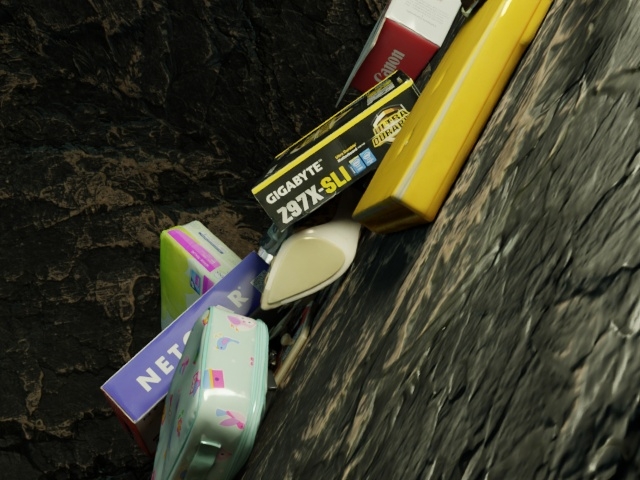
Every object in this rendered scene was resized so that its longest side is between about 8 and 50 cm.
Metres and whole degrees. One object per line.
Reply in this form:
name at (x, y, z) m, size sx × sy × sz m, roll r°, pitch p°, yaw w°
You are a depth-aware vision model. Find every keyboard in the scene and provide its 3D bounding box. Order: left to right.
keyboard at (-0.093, 0.203, 1.310) m, size 0.108 × 0.023 × 0.180 m, roll -66°, pitch 16°, yaw 7°

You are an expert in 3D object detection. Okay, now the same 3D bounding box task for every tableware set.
tableware set at (-0.029, 0.086, 1.388) m, size 0.169 × 0.020 × 0.141 m, roll -46°, pitch 5°, yaw 30°

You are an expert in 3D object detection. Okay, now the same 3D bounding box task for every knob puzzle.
knob puzzle at (-0.060, 0.168, 1.385) m, size 0.213 × 0.030 × 0.213 m, roll -61°, pitch 4°, yaw 7°

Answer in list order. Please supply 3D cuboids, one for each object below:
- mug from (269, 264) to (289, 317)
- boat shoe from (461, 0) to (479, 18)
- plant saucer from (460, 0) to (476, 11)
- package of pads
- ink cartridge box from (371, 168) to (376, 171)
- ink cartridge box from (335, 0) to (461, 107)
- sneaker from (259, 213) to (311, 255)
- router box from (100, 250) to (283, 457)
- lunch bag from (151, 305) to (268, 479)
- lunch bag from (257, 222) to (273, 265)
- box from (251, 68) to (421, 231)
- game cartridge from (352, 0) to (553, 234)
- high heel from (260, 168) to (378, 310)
mug at (-0.114, 0.124, 1.880) m, size 0.130 × 0.097 × 0.158 m, roll -62°, pitch 3°, yaw -8°
boat shoe at (0.224, -0.337, 1.220) m, size 0.049 × 0.056 × 0.152 m, roll -53°, pitch 17°, yaw 28°
plant saucer at (0.250, -0.401, 1.009) m, size 0.311 × 0.050 × 0.310 m, roll -51°, pitch 3°, yaw 4°
package of pads at (-0.237, 0.132, 1.812) m, size 0.101 × 0.229 × 0.297 m, roll -21°, pitch -47°, yaw -34°
ink cartridge box at (0.039, -0.076, 1.605) m, size 0.208 × 0.045 × 0.206 m, roll -88°, pitch 23°, yaw -46°
ink cartridge box at (0.169, -0.414, 1.851) m, size 0.272 × 0.130 × 0.309 m, roll -64°, pitch 5°, yaw -19°
sneaker at (-0.035, -0.005, 1.515) m, size 0.107 × 0.110 × 0.275 m, roll -50°, pitch 5°, yaw 15°
router box at (-0.208, 0.205, 1.530) m, size 0.335 × 0.082 × 0.301 m, roll -43°, pitch -14°, yaw -19°
lunch bag at (-0.156, 0.254, 1.237) m, size 0.224 × 0.107 × 0.279 m, roll -93°, pitch 23°, yaw -49°
lunch bag at (-0.101, 0.046, 2.193) m, size 0.303 × 0.114 × 0.243 m, roll -63°, pitch 2°, yaw -19°
box at (0.038, -0.143, 1.294) m, size 0.257 × 0.079 × 0.322 m, roll -33°, pitch 9°, yaw 10°
game cartridge at (0.149, -0.159, 0.952) m, size 0.324 × 0.052 × 0.285 m, roll -59°, pitch 4°, yaw -4°
high heel at (0.000, 0.000, 1.295) m, size 0.261 × 0.093 × 0.186 m, roll -47°, pitch 7°, yaw -5°
